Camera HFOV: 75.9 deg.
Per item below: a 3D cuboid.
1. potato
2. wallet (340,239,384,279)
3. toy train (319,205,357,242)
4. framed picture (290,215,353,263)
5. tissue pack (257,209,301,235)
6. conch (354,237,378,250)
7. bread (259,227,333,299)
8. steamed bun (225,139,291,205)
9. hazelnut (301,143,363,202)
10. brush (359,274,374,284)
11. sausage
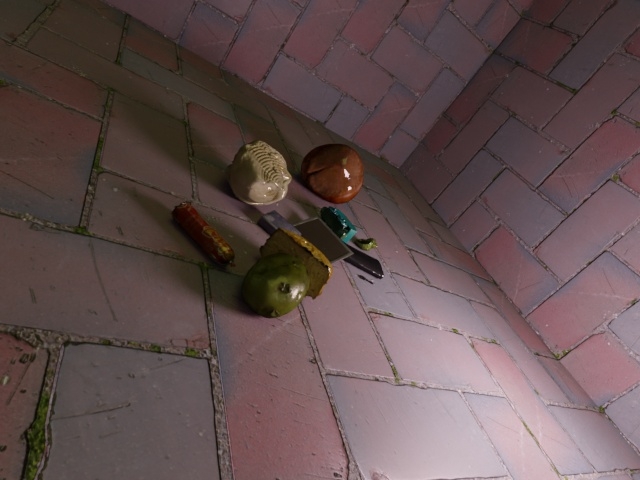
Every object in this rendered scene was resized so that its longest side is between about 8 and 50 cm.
[{"bbox_3d":[-0.135,0.135,1.251,0.186,0.148,0.253,31,30,24],"label":"potato"},{"bbox_3d":[0.181,0.083,1.888,0.250,0.044,0.149,29,23,-17],"label":"wallet"},{"bbox_3d":[0.079,-0.080,1.967,0.155,0.107,0.197,18,29,-52],"label":"toy train"},{"bbox_3d":[0.000,0.000,1.769,0.197,0.014,0.252,-21,61,-45],"label":"framed picture"},{"bbox_3d":[-0.163,-0.048,1.644,0.156,0.051,0.112,41,27,7],"label":"tissue pack"},{"bbox_3d":[0.228,0.014,2.029,0.121,0.073,0.089,17,-11,3],"label":"conch"},{"bbox_3d":[-0.073,0.074,1.429,0.261,0.160,0.147,36,17,11],"label":"bread"},{"bbox_3d":[-0.270,-0.258,1.700,0.276,0.203,0.288,26,39,-43],"label":"steamed bun"},{"bbox_3d":[0.071,-0.363,2.235,0.372,0.316,0.372,52,-2,3],"label":"hazelnut"},{"bbox_3d":[0.205,0.174,1.799,0.083,0.008,0.024,30,24,-17],"label":"brush"},{"bbox_3d":[-0.357,-0.010,1.288,0.264,0.083,0.083,44,25,11],"label":"sausage"}]
